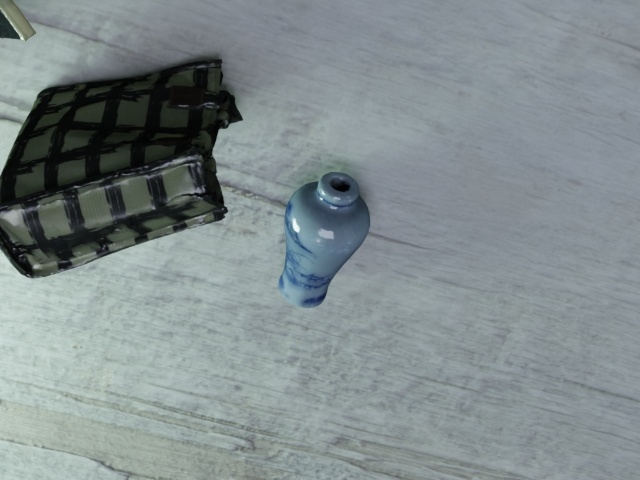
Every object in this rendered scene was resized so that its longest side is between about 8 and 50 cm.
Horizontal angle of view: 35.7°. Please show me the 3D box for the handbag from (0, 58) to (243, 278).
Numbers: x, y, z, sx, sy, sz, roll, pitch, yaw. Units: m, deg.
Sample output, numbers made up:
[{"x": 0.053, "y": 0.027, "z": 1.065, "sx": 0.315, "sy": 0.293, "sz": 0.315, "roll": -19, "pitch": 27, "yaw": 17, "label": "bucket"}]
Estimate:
[{"x": -0.291, "y": -0.122, "z": 1.462, "sx": 0.327, "sy": 0.325, "sz": 0.162, "roll": -14, "pitch": 128, "yaw": 13, "label": "handbag"}]

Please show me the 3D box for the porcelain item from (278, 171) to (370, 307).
[{"x": 0.000, "y": 0.000, "z": 1.669, "sx": 0.141, "sy": 0.141, "sz": 0.259, "roll": 11, "pitch": 132, "yaw": -8, "label": "porcelain item"}]

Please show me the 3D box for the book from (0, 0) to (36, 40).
[{"x": -0.543, "y": -0.424, "z": 1.320, "sx": 0.028, "sy": 0.262, "sz": 0.374, "roll": -45, "pitch": 123, "yaw": -18, "label": "book"}]
